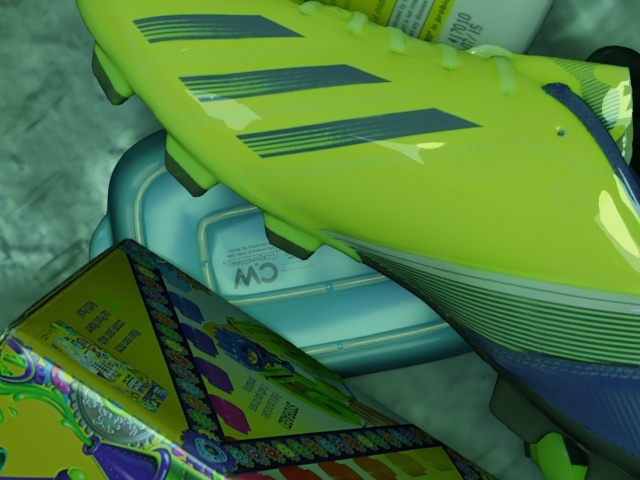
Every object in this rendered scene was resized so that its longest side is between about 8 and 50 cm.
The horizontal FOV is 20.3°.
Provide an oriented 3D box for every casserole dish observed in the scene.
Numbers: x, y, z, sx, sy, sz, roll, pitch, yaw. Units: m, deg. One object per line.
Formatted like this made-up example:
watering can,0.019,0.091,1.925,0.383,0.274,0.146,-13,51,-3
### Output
casserole dish,0.000,0.000,0.703,0.188,0.037,0.114,-10,92,3

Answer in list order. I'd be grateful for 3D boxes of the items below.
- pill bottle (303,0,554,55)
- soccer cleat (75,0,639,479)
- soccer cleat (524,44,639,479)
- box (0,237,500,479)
pill bottle,-0.006,-0.150,0.655,0.215,0.117,0.117,24,93,0
soccer cleat,0.046,-0.031,0.617,0.289,0.093,0.121,37,112,8
soccer cleat,0.120,0.016,0.677,0.060,0.072,0.179,-1,97,-37
box,-0.045,0.204,0.623,0.279,0.177,0.290,34,101,0
